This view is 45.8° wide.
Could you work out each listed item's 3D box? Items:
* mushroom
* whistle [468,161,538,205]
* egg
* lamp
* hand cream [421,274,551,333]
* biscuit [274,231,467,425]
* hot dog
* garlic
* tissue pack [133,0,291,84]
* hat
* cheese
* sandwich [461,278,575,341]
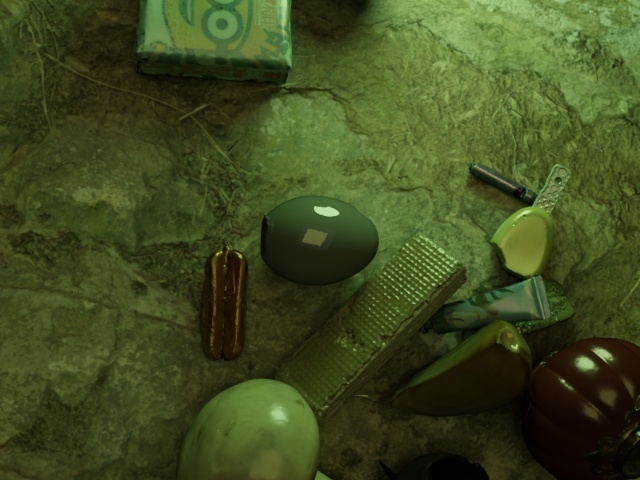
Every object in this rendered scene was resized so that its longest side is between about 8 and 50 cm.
[{"bbox_3d":[-0.083,0.418,1.367,0.336,0.314,0.314,36,77,-28],"label":"mushroom"},{"bbox_3d":[0.396,-0.120,1.622,0.177,0.033,0.033,27,79,-3],"label":"whistle"},{"bbox_3d":[0.000,0.000,1.473,0.232,0.176,0.176,-1,82,-8],"label":"egg"},{"bbox_3d":[0.530,0.329,1.456,0.303,0.257,0.303,-13,121,-23],"label":"lamp"},{"bbox_3d":[0.323,0.138,1.509,0.256,0.055,0.088,-15,79,19],"label":"hand cream"},{"bbox_3d":[0.098,0.168,1.492,0.426,0.078,0.144,-44,60,-13],"label":"biscuit"},{"bbox_3d":[-0.188,0.119,1.487,0.092,0.062,0.235,6,83,-7],"label":"hot dog"},{"bbox_3d":[0.250,0.256,1.472,0.338,0.196,0.151,-26,53,29],"label":"garlic"},{"bbox_3d":[-0.214,-0.445,1.536,0.311,0.128,0.227,3,81,-9],"label":"tissue pack"},{"bbox_3d":[0.184,0.537,1.392,0.209,0.336,0.238,-23,105,26],"label":"hat"},{"bbox_3d":[0.451,-0.044,1.591,0.127,0.050,0.255,27,88,3],"label":"cheese"},{"bbox_3d":[0.413,0.146,1.558,0.258,0.096,0.094,-16,79,-13],"label":"sandwich"}]
